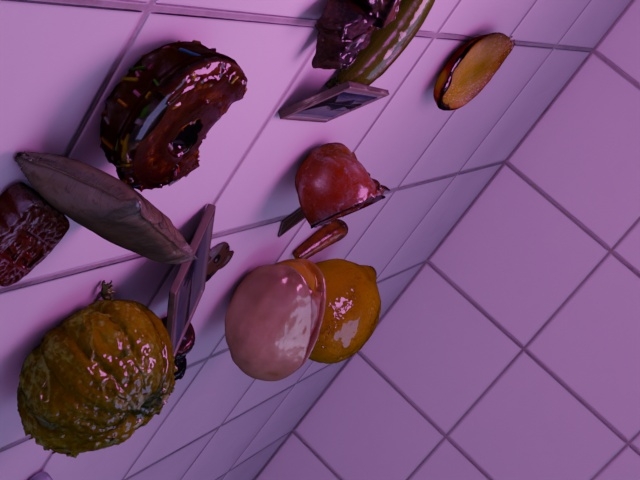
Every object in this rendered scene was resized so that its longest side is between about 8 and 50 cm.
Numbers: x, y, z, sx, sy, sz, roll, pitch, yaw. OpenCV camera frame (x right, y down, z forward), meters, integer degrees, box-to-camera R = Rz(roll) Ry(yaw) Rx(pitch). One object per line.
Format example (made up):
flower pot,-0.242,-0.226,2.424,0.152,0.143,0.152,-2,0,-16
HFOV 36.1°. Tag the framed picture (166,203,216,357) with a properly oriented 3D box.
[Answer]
framed picture,-0.250,0.094,1.863,0.289,0.016,0.213,106,2,-53

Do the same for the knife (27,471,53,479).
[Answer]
knife,-0.714,0.626,2.132,0.331,0.044,0.080,-43,165,-4

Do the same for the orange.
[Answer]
orange,-0.386,0.246,1.714,0.301,0.223,0.300,-38,157,-29

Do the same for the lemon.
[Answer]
lemon,0.032,0.181,2.591,0.310,0.258,0.258,-48,165,-12

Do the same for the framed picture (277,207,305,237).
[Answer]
framed picture,-0.061,-0.048,2.244,0.089,0.006,0.066,-38,163,-29

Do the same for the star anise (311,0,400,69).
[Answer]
star anise,0.075,-0.385,1.609,0.214,0.099,0.220,-48,168,-35

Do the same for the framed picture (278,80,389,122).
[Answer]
framed picture,0.028,-0.254,1.820,0.150,0.015,0.203,-20,176,23

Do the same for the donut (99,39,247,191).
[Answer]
donut,-0.215,-0.175,1.356,0.216,0.096,0.230,-22,151,-53

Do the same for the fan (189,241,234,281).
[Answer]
fan,-0.240,0.046,1.997,0.152,0.008,0.227,-44,165,-12

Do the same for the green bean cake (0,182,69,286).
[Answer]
green bean cake,-0.413,-0.003,1.327,0.136,0.056,0.135,-46,166,-5

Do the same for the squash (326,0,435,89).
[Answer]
squash,0.127,-0.374,1.818,0.318,0.071,0.080,-48,-175,17

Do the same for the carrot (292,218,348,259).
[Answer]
carrot,0.000,0.000,2.451,0.161,0.055,0.055,-32,160,-25

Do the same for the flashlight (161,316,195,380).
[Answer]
flashlight,-0.323,0.239,2.132,0.093,0.093,0.232,-39,168,-26

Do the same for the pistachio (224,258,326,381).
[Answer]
pistachio,-0.107,0.182,2.286,0.230,0.230,0.309,-14,135,-63

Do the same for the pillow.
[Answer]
pillow,-0.286,-0.039,1.351,0.302,0.184,0.075,63,50,-73

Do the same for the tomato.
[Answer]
tomato,0.031,-0.122,2.023,0.180,0.155,0.214,-28,179,2

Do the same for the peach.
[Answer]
peach,0.354,-0.418,2.324,0.279,0.068,0.189,-35,153,-31
